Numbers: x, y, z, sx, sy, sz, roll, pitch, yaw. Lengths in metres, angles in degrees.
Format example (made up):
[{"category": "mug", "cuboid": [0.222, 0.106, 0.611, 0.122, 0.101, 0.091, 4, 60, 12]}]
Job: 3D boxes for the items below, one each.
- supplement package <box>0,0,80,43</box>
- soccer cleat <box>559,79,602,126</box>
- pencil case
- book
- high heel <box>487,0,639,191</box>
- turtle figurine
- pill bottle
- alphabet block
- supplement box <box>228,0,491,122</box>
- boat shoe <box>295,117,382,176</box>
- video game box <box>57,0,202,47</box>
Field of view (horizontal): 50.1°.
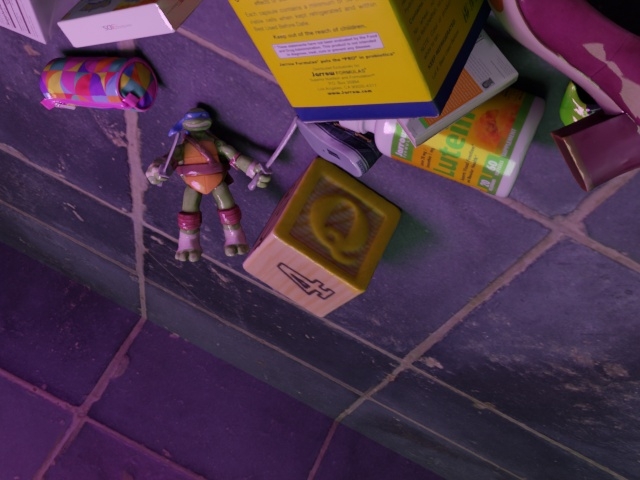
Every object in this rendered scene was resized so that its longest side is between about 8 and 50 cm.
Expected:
[{"category": "supplement package", "cuboid": [-0.384, -0.432, 0.867, 0.145, 0.204, 0.261, 23, 152, 8]}, {"category": "soccer cleat", "cuboid": [0.376, -0.150, 0.810, 0.179, 0.060, 0.072, 16, 137, 22]}, {"category": "pencil case", "cuboid": [-0.409, -0.283, 1.252, 0.237, 0.104, 0.104, 7, 145, 34]}, {"category": "book", "cuboid": [0.148, -0.193, 0.823, 0.096, 0.144, 0.035, 58, -177, 15]}, {"category": "high heel", "cuboid": [0.288, -0.245, 0.711, 0.181, 0.127, 0.377, -27, 111, 11]}, {"category": "turtle figurine", "cuboid": [-0.194, -0.091, 1.208, 0.275, 0.198, 0.266, 15, 116, 40]}, {"category": "pill bottle", "cuboid": [0.155, -0.159, 0.904, 0.246, 0.136, 0.136, 22, 151, 13]}, {"category": "alphabet block", "cuboid": [0.000, 0.000, 1.256, 0.194, 0.192, 0.197, 31, 151, -9]}, {"category": "supplement box", "cuboid": [0.015, -0.319, 0.706, 0.195, 0.194, 0.356, 5, 144, 36]}, {"category": "boat shoe", "cuboid": [0.039, -0.167, 1.085, 0.183, 0.083, 0.065, 40, 165, 43]}, {"category": "video game box", "cuboid": [-0.221, -0.335, 0.900, 0.205, 0.187, 0.048, 5, 144, 36]}]
